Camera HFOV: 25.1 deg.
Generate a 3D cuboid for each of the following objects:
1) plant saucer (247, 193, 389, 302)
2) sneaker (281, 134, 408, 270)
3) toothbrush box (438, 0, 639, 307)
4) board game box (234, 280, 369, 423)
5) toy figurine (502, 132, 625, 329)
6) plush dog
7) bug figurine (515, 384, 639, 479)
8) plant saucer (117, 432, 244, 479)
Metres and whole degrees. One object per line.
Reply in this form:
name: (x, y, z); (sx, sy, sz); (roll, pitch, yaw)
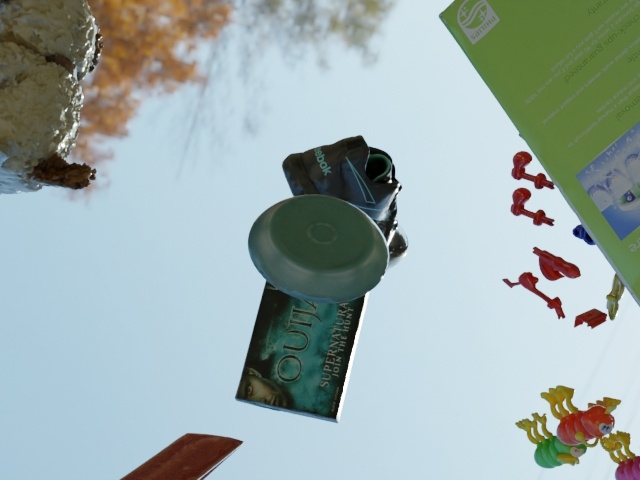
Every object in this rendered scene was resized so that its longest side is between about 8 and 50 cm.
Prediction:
plant saucer: (0.000, 0.000, 1.191); (0.119, 0.021, 0.119); (5, -134, -6)
sneaker: (0.058, -0.042, 1.711); (0.267, 0.106, 0.101); (38, -156, -57)
toothbrush box: (0.221, -0.038, 0.802); (0.206, 0.122, 0.283); (17, -145, -54)
board game box: (-0.019, 0.114, 1.712); (0.126, 0.186, 0.026); (10, 161, 11)
toy figurine: (0.388, -0.087, 1.881); (0.217, 0.363, 0.191); (-18, -151, -41)
plush dog: (-0.300, -0.170, 1.453); (0.210, 0.225, 0.262); (9, 166, 20)
bug figurine: (0.369, 0.247, 1.721); (0.279, 0.216, 0.072); (14, -114, -19)
plant saucer: (-0.210, 0.277, 1.308); (0.048, 0.258, 0.259); (49, -163, 6)
